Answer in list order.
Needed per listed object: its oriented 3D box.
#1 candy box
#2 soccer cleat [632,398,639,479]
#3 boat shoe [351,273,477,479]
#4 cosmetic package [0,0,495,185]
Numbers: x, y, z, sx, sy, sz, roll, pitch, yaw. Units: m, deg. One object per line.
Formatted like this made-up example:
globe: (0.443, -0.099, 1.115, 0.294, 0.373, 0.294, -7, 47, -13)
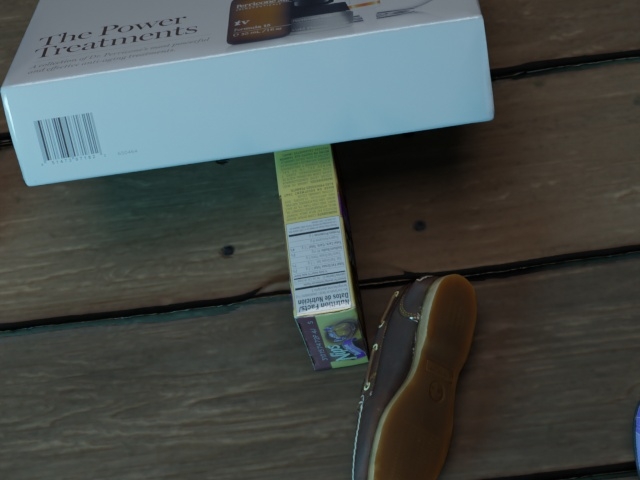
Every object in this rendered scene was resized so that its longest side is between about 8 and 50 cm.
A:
candy box: (0.000, 0.000, 1.323, 0.053, 0.109, 0.187, -9, 62, 4)
soccer cleat: (0.311, 0.229, 1.151, 0.108, 0.116, 0.318, -16, 62, 0)
boat shoe: (0.066, 0.123, 1.277, 0.073, 0.073, 0.207, -11, 49, 47)
cosmetic package: (-0.055, -0.172, 1.356, 0.377, 0.097, 0.284, -8, 27, 4)
